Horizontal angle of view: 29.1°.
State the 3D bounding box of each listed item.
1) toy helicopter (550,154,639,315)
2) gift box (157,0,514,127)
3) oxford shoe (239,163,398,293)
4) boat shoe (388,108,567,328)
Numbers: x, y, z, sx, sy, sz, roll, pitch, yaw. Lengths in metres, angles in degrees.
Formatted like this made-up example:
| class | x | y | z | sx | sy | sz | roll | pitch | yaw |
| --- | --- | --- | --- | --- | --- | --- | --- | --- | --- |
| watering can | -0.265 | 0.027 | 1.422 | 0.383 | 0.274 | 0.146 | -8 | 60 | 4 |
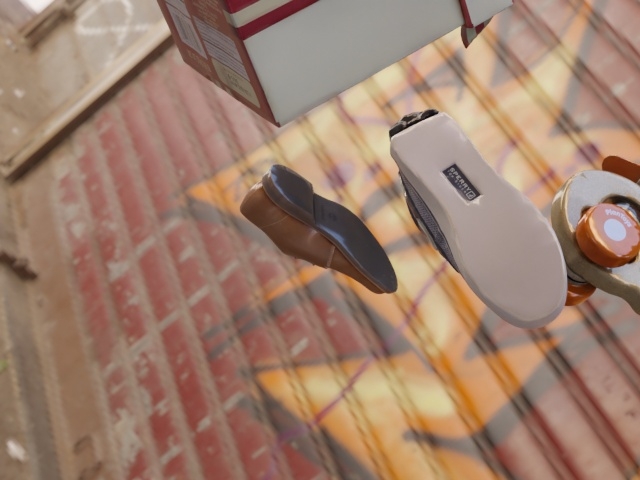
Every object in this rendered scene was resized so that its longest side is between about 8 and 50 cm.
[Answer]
| class | x | y | z | sx | sy | sz | roll | pitch | yaw |
| --- | --- | --- | --- | --- | --- | --- | --- | --- | --- |
| toy helicopter | 0.473 | 0.011 | 1.651 | 0.355 | 0.140 | 0.235 | 25 | 54 | -6 |
| gift box | -0.004 | -0.257 | 1.008 | 0.255 | 0.258 | 0.276 | 43 | -19 | 51 |
| oxford shoe | 0.000 | 0.000 | 1.390 | 0.212 | 0.076 | 0.076 | 38 | 31 | -22 |
| boat shoe | 0.205 | -0.006 | 1.575 | 0.340 | 0.127 | 0.158 | 62 | -4 | 31 |
